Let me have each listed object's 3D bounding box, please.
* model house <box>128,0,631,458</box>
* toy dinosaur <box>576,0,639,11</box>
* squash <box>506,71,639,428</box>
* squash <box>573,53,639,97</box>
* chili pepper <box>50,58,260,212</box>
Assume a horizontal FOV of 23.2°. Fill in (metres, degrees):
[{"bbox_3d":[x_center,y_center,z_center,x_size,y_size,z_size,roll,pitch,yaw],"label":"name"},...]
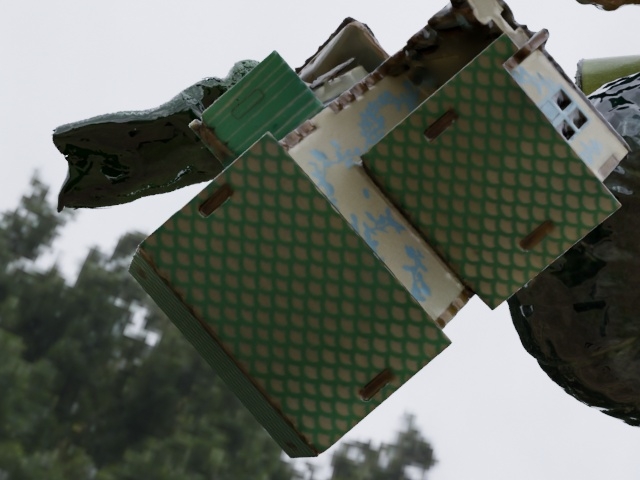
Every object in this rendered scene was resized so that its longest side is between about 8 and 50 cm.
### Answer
[{"bbox_3d":[0.000,0.000,0.793,0.178,0.206,0.271,50,-47,-4],"label":"model house"},{"bbox_3d":[0.261,-0.236,1.308,0.393,0.205,0.092,43,-57,15],"label":"toy dinosaur"},{"bbox_3d":[0.245,0.005,1.050,0.252,0.252,0.165,35,-9,-19],"label":"squash"},{"bbox_3d":[0.336,-0.128,1.344,0.224,0.094,0.094,-8,-47,13],"label":"squash"},{"bbox_3d":[-0.139,-0.088,1.394,0.224,0.061,0.098,-24,-68,-8],"label":"chili pepper"}]
